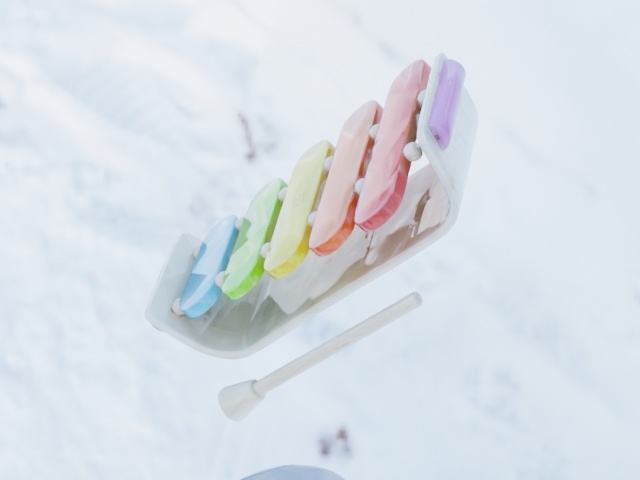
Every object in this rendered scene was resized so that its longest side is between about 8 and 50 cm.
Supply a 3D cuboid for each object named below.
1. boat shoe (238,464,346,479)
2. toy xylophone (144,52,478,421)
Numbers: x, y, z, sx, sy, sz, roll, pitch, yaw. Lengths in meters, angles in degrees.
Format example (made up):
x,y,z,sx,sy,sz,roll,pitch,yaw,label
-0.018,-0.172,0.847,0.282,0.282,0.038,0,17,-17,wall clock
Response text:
x,y,z,sx,sy,sz,roll,pitch,yaw,label
-0.046,0.203,0.788,0.095,0.084,0.258,10,37,29,boat shoe
0.000,0.000,1.444,0.081,0.322,0.236,44,26,-20,toy xylophone
